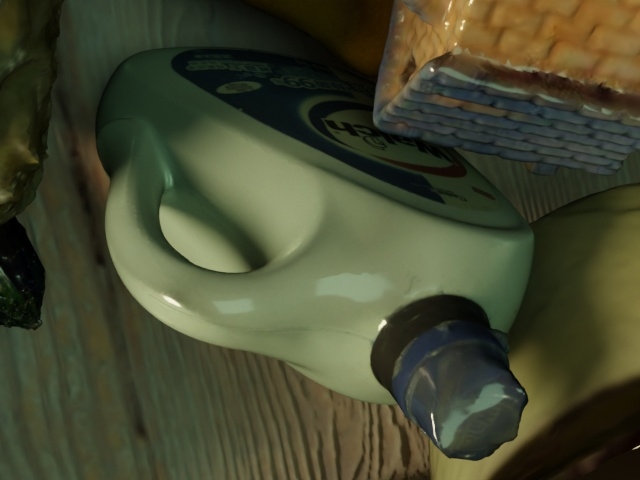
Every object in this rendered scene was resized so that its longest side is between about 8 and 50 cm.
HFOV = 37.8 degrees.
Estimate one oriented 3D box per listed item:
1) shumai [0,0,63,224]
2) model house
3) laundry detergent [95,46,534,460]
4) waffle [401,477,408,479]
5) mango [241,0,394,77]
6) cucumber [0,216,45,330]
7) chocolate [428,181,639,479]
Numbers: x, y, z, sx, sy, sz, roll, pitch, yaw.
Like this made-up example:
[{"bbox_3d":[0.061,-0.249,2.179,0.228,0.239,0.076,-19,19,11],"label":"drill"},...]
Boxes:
[{"bbox_3d":[-0.234,-0.164,0.372,0.264,0.309,0.304,4,134,-19],"label":"shumai"},{"bbox_3d":[0.099,-0.125,0.467,0.167,0.182,0.172,7,129,-11],"label":"model house"},{"bbox_3d":[0.000,0.000,0.462,0.215,0.280,0.105,7,119,-24],"label":"laundry detergent"},{"bbox_3d":[-0.014,0.285,0.584,0.219,0.057,0.229,-8,95,-23],"label":"waffle"},{"bbox_3d":[-0.034,-0.206,0.531,0.262,0.109,0.157,52,41,-30],"label":"mango"},{"bbox_3d":[-0.229,-0.047,0.483,0.067,0.067,0.245,-47,109,-16],"label":"cucumber"},{"bbox_3d":[0.208,0.105,0.539,0.314,0.297,0.326,4,132,-8],"label":"chocolate"}]
